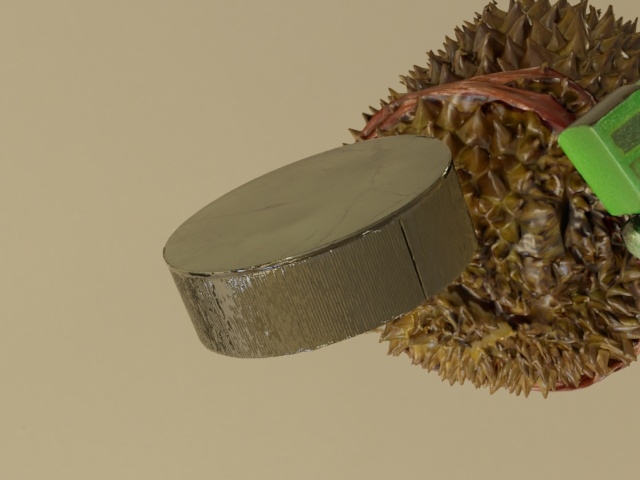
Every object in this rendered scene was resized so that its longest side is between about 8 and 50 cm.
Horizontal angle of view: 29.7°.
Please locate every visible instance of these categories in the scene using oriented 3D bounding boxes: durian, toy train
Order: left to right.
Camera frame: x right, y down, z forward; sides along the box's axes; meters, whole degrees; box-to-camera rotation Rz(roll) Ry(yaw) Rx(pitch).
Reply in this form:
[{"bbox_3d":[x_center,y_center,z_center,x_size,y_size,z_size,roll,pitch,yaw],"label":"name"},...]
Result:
[{"bbox_3d":[0.174,-0.035,1.075,0.384,0.347,0.347,-35,-87,-32],"label":"durian"},{"bbox_3d":[0.270,-0.091,0.754,0.251,0.085,0.119,-39,-85,-11],"label":"toy train"}]

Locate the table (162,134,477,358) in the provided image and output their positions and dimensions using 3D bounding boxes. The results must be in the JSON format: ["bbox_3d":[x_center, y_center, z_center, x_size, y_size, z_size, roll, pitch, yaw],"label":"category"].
[{"bbox_3d":[0.000,0.000,0.531,0.133,0.133,0.043,-31,-69,-27],"label":"table"}]
